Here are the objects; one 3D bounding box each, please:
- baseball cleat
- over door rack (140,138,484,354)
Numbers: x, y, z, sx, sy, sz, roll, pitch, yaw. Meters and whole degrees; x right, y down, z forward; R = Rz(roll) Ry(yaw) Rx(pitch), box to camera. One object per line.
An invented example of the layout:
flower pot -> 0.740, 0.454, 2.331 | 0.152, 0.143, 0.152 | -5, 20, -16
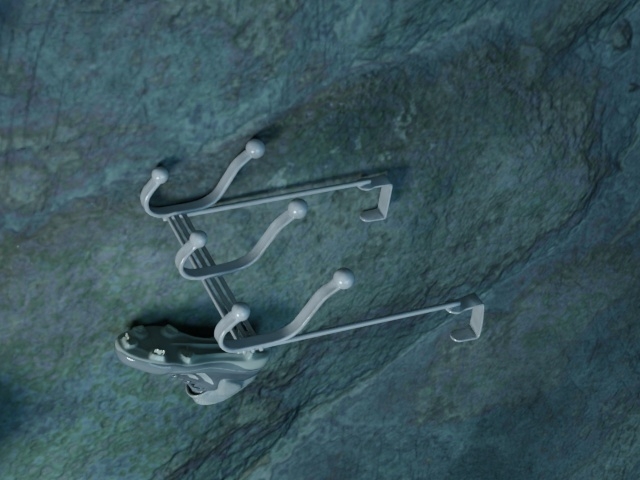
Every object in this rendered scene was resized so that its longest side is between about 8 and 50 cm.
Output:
baseball cleat -> -0.155, 0.153, 1.430 | 0.205, 0.072, 0.109 | 6, 127, -32
over door rack -> 0.000, 0.000, 1.292 | 0.324, 0.239, 0.108 | -1, 130, -32
